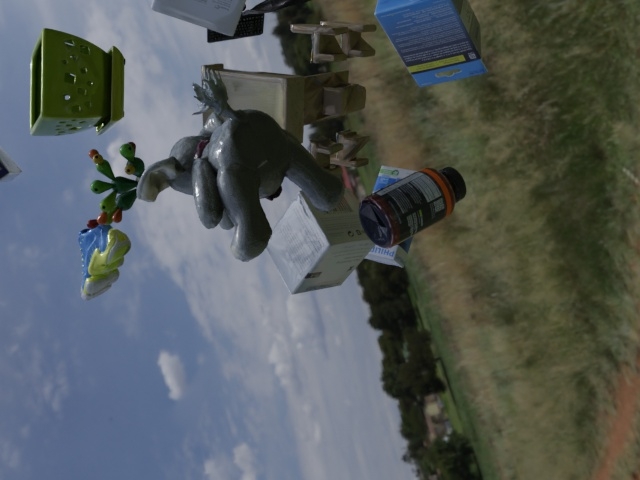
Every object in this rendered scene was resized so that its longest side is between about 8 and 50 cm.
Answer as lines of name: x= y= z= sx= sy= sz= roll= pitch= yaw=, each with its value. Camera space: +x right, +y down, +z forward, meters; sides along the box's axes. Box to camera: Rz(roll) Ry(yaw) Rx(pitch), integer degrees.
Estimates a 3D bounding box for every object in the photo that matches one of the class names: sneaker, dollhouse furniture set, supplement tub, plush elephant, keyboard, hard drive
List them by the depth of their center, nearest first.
plush elephant: x=-0.178 y=-0.119 z=1.370 sx=0.272 sy=0.255 sz=0.330 roll=-42 pitch=-77 yaw=-37
supplement tub: x=0.175 y=-0.068 z=1.388 sx=0.106 sy=0.197 sz=0.106 roll=44 pitch=149 yaw=36
hard drive: x=-0.247 y=-0.628 z=1.692 sx=0.040 sy=0.203 sz=0.308 roll=-93 pitch=24 yaw=-45
dollhouse furniture set: x=-0.070 y=-0.353 z=1.869 sx=0.394 sy=0.256 sz=0.362 roll=-26 pitch=-57 yaw=-52
sneaker: x=-0.564 y=0.041 z=1.899 sx=0.126 sy=0.240 sz=0.091 roll=48 pitch=-149 yaw=14
keyboard: x=-0.246 y=-0.634 z=2.182 sx=0.023 sy=0.180 sz=0.108 roll=49 pitch=145 yaw=40

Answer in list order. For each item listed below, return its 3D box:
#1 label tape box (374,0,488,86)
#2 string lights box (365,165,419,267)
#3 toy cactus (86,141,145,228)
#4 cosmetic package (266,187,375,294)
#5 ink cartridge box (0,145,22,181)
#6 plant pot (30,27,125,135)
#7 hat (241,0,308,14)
label tape box: x=0.362 y=-0.657 z=2.373 sx=0.347 sy=0.249 sz=0.115 roll=45 pitch=-130 yaw=-45
string lights box: x=0.199 y=-0.068 z=2.078 sx=0.077 sy=0.133 sz=0.260 roll=39 pitch=-113 yaw=-57
toy cactus: x=-0.408 y=-0.121 z=1.589 sx=0.112 sy=0.180 sz=0.219 roll=41 pitch=126 yaw=34
cosmetic package: x=0.000 y=0.000 z=1.653 sx=0.184 sy=0.151 sz=0.151 roll=-53 pitch=56 yaw=40
ink cartridge box: x=-0.794 y=-0.230 z=1.723 sx=0.223 sy=0.045 sz=0.224 roll=52 pitch=175 yaw=-12
plant pot: x=-0.617 y=-0.386 z=1.907 sx=0.228 sy=0.207 sz=0.227 roll=-9 pitch=80 yaw=63
hat: x=-0.021 y=-0.562 z=1.505 sx=0.331 sy=0.331 sz=0.134 roll=-95 pitch=-14 yaw=-69
